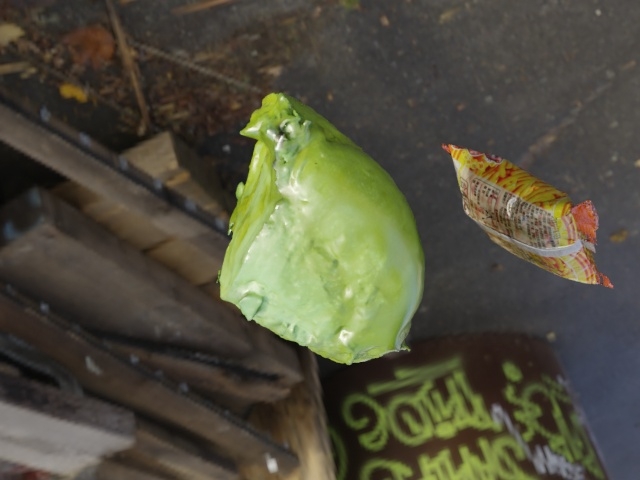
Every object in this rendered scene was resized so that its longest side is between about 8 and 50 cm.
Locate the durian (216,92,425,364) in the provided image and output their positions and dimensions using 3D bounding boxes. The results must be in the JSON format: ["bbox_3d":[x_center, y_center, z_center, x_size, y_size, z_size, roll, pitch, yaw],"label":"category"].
[{"bbox_3d":[0.000,0.000,1.476,0.340,0.204,0.255,34,89,-22],"label":"durian"}]

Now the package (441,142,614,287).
[{"bbox_3d":[0.321,-0.034,1.862,0.108,0.288,0.223,-47,140,-6],"label":"package"}]
